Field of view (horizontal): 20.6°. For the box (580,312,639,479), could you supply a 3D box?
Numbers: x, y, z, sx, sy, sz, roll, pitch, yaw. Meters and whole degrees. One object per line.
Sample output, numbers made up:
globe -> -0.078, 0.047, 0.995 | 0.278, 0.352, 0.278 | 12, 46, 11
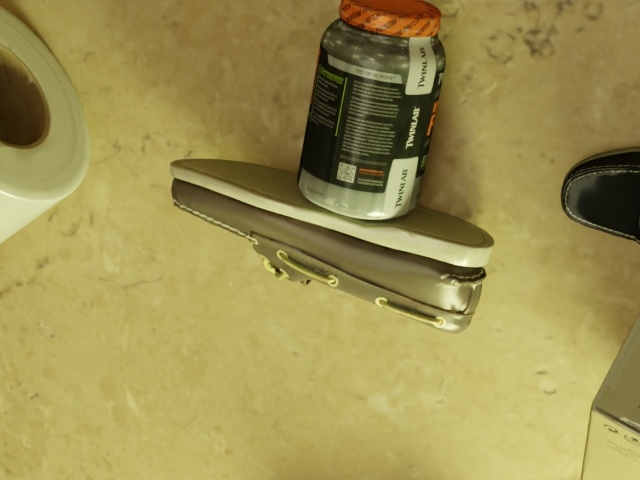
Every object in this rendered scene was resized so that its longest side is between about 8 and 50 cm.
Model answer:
box -> 0.300, 0.159, 1.465 | 0.121, 0.148, 0.311 | 26, 159, 16

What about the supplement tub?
supplement tub -> 0.049, -0.125, 1.604 | 0.117, 0.117, 0.190 | 18, 113, 19

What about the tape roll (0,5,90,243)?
tape roll -> -0.371, -0.105, 1.730 | 0.169, 0.246, 0.246 | -32, 91, 30

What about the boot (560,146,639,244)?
boot -> 0.301, -0.015, 1.487 | 0.236, 0.178, 0.085 | 9, 109, 21

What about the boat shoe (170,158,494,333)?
boat shoe -> 0.000, 0.000, 1.669 | 0.324, 0.116, 0.097 | 16, 109, 13
